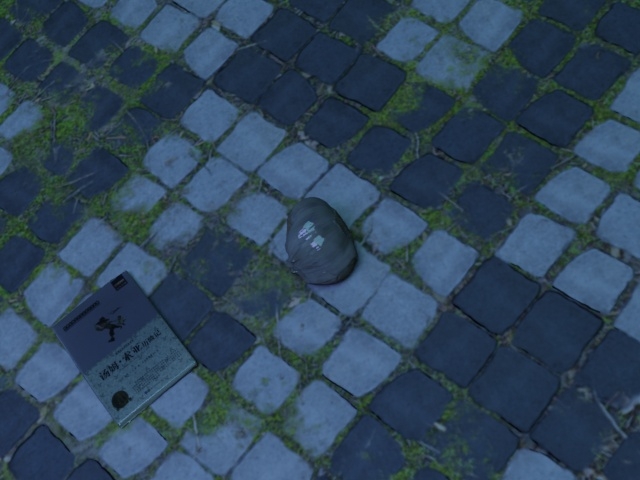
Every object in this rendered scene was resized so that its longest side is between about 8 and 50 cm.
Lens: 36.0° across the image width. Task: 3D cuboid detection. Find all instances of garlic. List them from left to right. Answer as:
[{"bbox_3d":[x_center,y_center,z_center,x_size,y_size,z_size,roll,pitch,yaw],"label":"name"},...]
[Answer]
[{"bbox_3d":[-0.003,0.001,1.240,0.094,0.074,0.113,-29,75,-12],"label":"garlic"}]

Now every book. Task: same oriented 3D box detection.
[{"bbox_3d":[-0.255,0.136,1.270,0.127,0.014,0.182,-39,61,-6],"label":"book"}]
